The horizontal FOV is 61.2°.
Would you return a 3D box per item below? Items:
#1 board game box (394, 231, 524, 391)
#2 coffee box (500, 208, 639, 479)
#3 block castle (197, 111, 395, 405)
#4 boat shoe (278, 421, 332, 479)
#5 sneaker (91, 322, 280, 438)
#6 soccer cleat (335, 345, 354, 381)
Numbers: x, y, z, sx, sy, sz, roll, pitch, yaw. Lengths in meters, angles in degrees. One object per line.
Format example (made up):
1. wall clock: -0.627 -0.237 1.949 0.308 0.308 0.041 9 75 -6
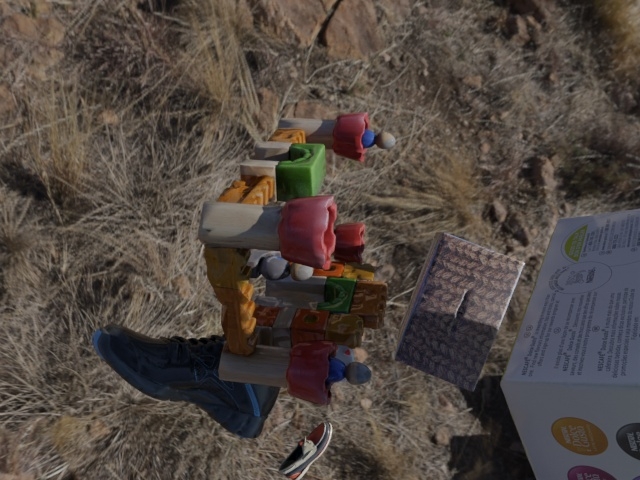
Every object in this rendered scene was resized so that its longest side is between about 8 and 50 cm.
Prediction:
1. board game box: 0.250 0.115 1.029 0.141 0.291 0.232 21 95 9
2. coffee box: 0.445 0.174 0.616 0.338 0.334 0.338 -48 120 -45
3. block castle: 0.000 0.000 0.833 0.212 0.303 0.453 4 28 9
4. boat shoe: -0.029 0.415 1.076 0.043 0.049 0.137 36 93 -21
5. sneaker: -0.209 0.203 0.902 0.340 0.125 0.140 36 81 -32
6. soccer cleat: 0.016 0.187 1.086 0.068 0.076 0.196 -23 95 1
